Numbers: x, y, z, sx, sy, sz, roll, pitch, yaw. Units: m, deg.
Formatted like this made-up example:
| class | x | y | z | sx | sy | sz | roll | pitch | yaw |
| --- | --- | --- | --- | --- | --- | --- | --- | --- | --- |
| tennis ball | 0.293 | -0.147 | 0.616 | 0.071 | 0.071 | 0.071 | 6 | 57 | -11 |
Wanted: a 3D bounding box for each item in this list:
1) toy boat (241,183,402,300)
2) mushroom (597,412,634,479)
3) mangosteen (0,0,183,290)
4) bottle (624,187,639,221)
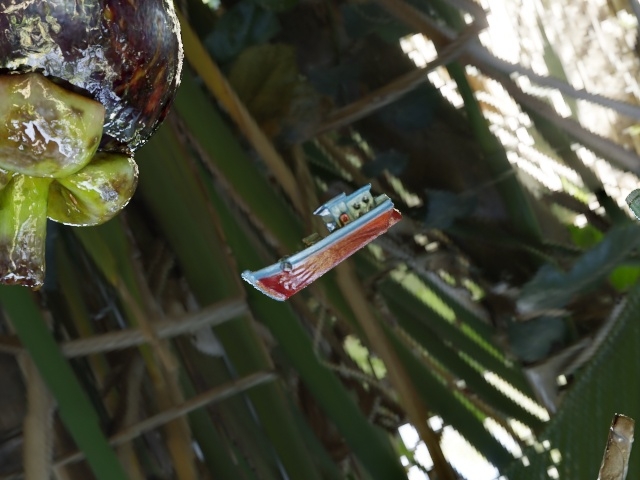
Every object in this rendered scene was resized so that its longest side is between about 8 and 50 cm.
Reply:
| class | x | y | z | sx | sy | sz | roll | pitch | yaw |
| --- | --- | --- | --- | --- | --- | --- | --- | --- | --- |
| toy boat | 0.000 | 0.000 | 1.085 | 0.173 | 0.058 | 0.069 | -34 | -179 | -14 |
| mushroom | 0.199 | 0.164 | 0.743 | 0.019 | 0.049 | 0.101 | 13 | -127 | 20 |
| mangosteen | -0.169 | -0.080 | 0.624 | 0.192 | 0.217 | 0.192 | -9 | 172 | -1 |
| bottle | 0.401 | -0.025 | 1.305 | 0.030 | 0.083 | 0.030 | -24 | 151 | -15 |
